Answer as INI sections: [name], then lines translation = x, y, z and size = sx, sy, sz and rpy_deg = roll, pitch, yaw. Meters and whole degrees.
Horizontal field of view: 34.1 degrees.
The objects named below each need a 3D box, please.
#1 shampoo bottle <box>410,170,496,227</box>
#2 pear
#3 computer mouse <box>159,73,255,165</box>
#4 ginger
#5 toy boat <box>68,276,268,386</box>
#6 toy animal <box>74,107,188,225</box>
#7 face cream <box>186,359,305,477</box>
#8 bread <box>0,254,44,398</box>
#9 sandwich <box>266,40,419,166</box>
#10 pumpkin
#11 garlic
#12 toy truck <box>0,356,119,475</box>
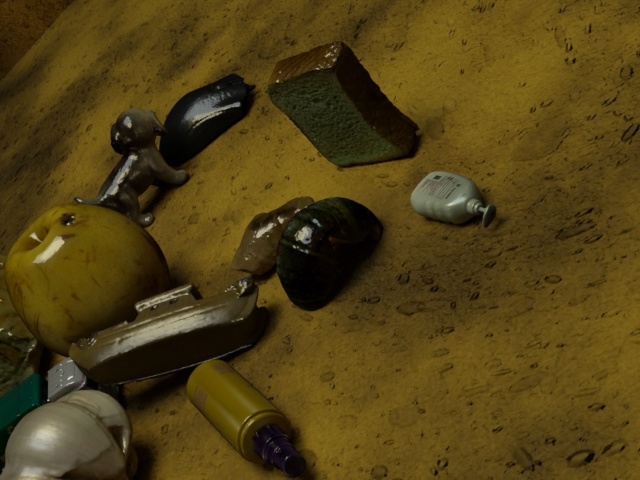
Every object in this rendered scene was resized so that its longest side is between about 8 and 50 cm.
[shampoo bottle]
translation = 0.195, -0.056, 1.464
size = 0.077, 0.045, 0.152
rpy_deg = -48, 30, -13
[pear]
translation = -0.388, 0.067, 1.752
size = 0.280, 0.281, 0.281
rpy_deg = -28, 34, 21
[computer mouse]
translation = -0.253, -0.263, 2.183
size = 0.264, 0.088, 0.147
rpy_deg = -35, 34, 7
[ginger]
translation = -0.067, -0.008, 1.672
size = 0.190, 0.069, 0.095
rpy_deg = -30, 35, 19
[toy boat]
translation = -0.237, 0.136, 1.610
size = 0.321, 0.089, 0.121
rpy_deg = -18, 43, 9
[toy animal]
translation = -0.370, -0.142, 2.090
size = 0.121, 0.168, 0.233
rpy_deg = 15, 76, 54
[face cream]
translation = -0.095, 0.241, 1.389
size = 0.078, 0.078, 0.273
rpy_deg = -47, 31, -9
[bread]
translation = -0.627, 0.161, 1.980
size = 0.252, 0.238, 0.196
rpy_deg = -85, 11, -53
[sandwich]
translation = 0.031, -0.214, 1.674
size = 0.186, 0.215, 0.065
rpy_deg = -6, 48, 45
[pumpkin]
translation = 0.000, 0.000, 1.551
size = 0.119, 0.108, 0.183
rpy_deg = 16, 61, 49
[garlic]
translation = -0.360, 0.338, 1.471
size = 0.203, 0.185, 0.281
rpy_deg = 4, 50, 26
[toy truck]
translation = -0.450, 0.291, 1.685
size = 0.253, 0.124, 0.114
rpy_deg = -37, 35, 10
